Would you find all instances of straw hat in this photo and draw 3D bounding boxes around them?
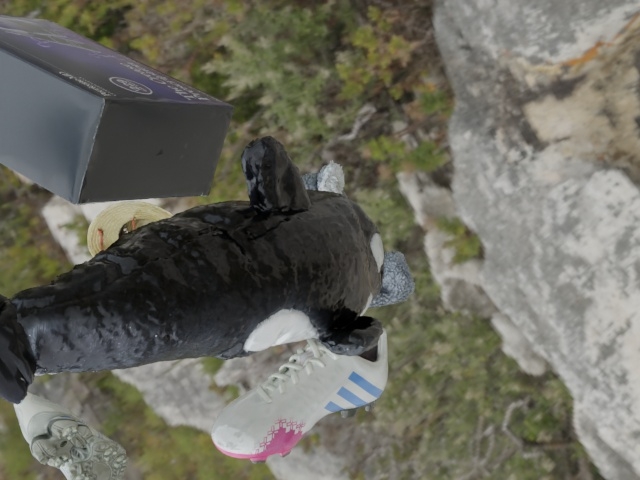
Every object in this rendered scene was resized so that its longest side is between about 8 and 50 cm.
[{"bbox_3d":[-0.223,-0.011,1.350,0.145,0.061,0.144,6,127,8],"label":"straw hat"}]

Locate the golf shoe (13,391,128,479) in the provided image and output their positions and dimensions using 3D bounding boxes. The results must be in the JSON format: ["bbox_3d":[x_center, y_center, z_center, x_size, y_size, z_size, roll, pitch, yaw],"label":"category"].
[{"bbox_3d":[-0.263,0.210,1.108,0.086,0.069,0.176,40,163,32],"label":"golf shoe"}]

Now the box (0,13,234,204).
[{"bbox_3d":[-0.243,-0.130,0.987,0.261,0.184,0.103,27,110,26],"label":"box"}]

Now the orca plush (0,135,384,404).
[{"bbox_3d":[-0.057,-0.008,0.527,0.151,0.287,0.102,25,110,46],"label":"orca plush"}]

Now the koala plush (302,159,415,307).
[{"bbox_3d":[0.000,0.000,1.564,0.196,0.203,0.221,-12,87,58],"label":"koala plush"}]

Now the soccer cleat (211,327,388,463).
[{"bbox_3d":[-0.025,0.197,1.478,0.116,0.331,0.143,23,115,35],"label":"soccer cleat"}]
